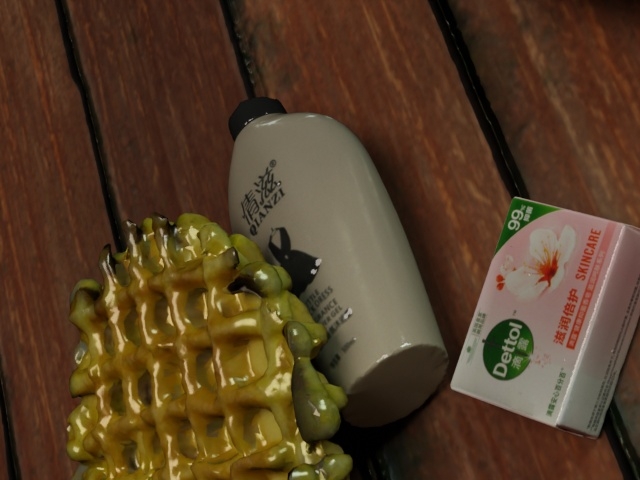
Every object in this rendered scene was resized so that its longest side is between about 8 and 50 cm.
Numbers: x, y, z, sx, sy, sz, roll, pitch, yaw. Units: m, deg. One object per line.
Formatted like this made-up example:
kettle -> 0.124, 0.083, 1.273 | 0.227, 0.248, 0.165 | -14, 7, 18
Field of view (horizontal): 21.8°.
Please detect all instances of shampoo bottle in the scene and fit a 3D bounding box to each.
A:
shampoo bottle -> 0.000, 0.000, 1.100 | 0.127, 0.078, 0.257 | -54, 44, 30

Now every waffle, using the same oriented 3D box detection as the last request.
waffle -> -0.076, 0.132, 1.092 | 0.329, 0.062, 0.329 | 6, 98, 52

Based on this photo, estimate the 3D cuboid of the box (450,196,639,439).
box -> 0.138, 0.044, 0.974 | 0.089, 0.043, 0.125 | 15, 86, 46
